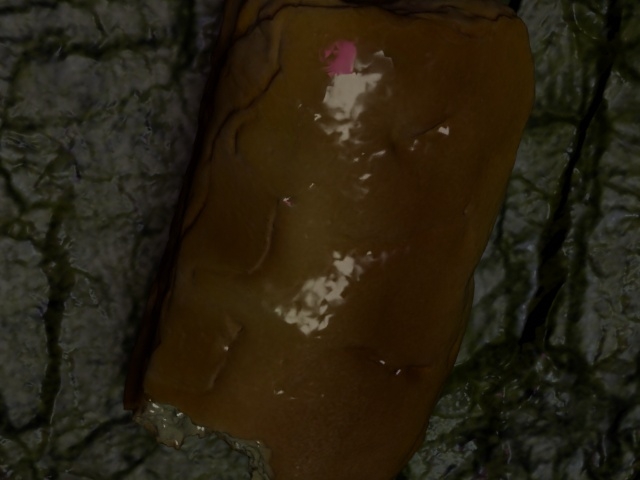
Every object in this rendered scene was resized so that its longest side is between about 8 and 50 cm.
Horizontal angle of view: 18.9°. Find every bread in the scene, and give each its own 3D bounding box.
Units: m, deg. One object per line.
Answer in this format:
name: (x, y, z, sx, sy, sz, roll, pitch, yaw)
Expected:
bread: (0.004, 0.003, 1.139, 0.195, 0.149, 0.344, 6, 116, -17)
